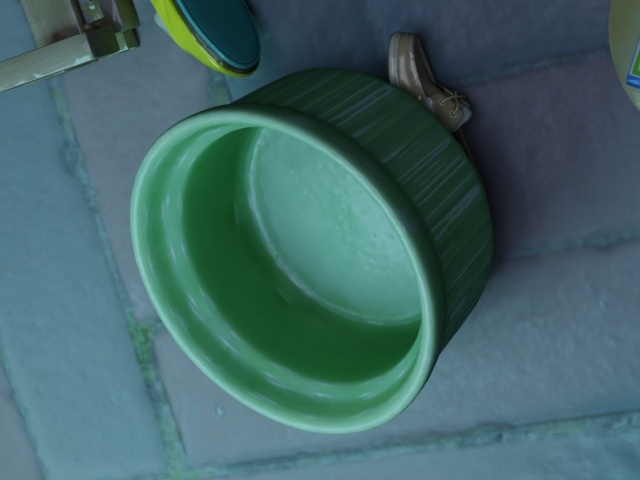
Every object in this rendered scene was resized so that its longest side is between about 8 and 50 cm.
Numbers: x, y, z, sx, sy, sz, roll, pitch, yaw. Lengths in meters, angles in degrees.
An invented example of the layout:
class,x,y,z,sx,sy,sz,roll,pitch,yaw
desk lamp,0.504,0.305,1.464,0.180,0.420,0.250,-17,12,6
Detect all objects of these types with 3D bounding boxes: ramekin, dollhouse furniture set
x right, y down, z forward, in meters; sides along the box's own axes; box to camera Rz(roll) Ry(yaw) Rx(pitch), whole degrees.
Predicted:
class,x,y,z,sx,sy,sz,roll,pitch,yaw
ramekin,0.000,0.000,1.299,0.303,0.148,0.303,19,127,27
dollhouse furniture set,-0.247,-0.215,1.377,0.144,0.151,0.123,-15,99,25

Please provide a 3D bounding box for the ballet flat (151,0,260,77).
class,x,y,z,sx,sy,sz,roll,pitch,yaw
ballet flat,-0.135,-0.237,1.373,0.231,0.077,0.077,57,139,2

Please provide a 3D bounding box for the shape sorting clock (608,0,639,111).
class,x,y,z,sx,sy,sz,roll,pitch,yaw
shape sorting clock,0.331,-0.169,1.196,0.206,0.040,0.206,7,108,23

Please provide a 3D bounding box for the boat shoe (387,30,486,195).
class,x,y,z,sx,sy,sz,roll,pitch,yaw
boat shoe,0.104,-0.104,1.310,0.059,0.063,0.170,-9,111,23
